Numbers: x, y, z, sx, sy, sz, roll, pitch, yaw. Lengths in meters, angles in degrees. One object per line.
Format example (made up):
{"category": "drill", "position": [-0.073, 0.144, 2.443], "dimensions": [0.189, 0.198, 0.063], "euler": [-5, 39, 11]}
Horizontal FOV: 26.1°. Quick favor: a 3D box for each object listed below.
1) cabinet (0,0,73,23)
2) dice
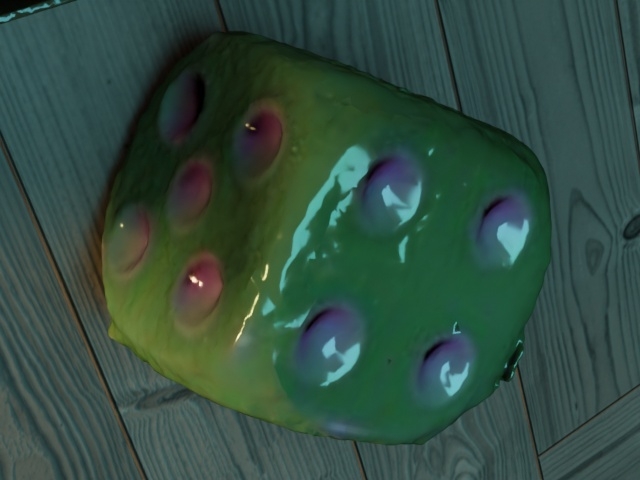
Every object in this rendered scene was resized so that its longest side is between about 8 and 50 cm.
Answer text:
{"category": "cabinet", "position": [-0.316, -0.259, 1.098], "dimensions": [0.215, 0.148, 0.174], "euler": [-24, 121, -24]}
{"category": "dice", "position": [0.000, 0.000, 1.319], "dimensions": [0.322, 0.318, 0.330], "euler": [16, 99, -37]}
